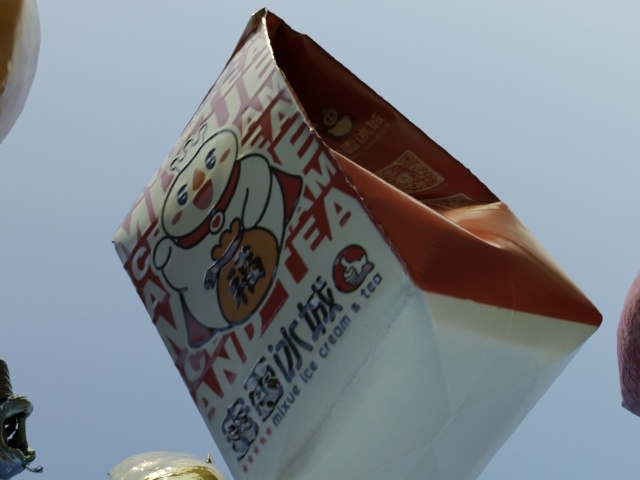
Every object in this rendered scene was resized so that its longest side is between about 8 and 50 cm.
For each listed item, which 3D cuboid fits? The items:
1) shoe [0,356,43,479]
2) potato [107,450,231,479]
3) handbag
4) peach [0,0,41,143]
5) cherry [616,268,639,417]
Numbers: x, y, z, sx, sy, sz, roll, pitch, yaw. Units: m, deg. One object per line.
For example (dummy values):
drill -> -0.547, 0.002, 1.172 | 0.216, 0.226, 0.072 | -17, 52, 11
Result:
shoe -> -0.329, 0.182, 1.389 | 0.064, 0.071, 0.143 | 41, -148, -63
potato -> -0.140, 0.296, 1.463 | 0.160, 0.111, 0.271 | 54, 170, -11
handbag -> 0.000, 0.000, 0.761 | 0.151, 0.171, 0.298 | 13, -149, -38
peach -> -0.303, -0.112, 0.748 | 0.289, 0.289, 0.308 | 53, -169, 21
cherry -> 0.237, 0.018, 0.675 | 0.090, 0.225, 0.107 | 6, -134, -50
